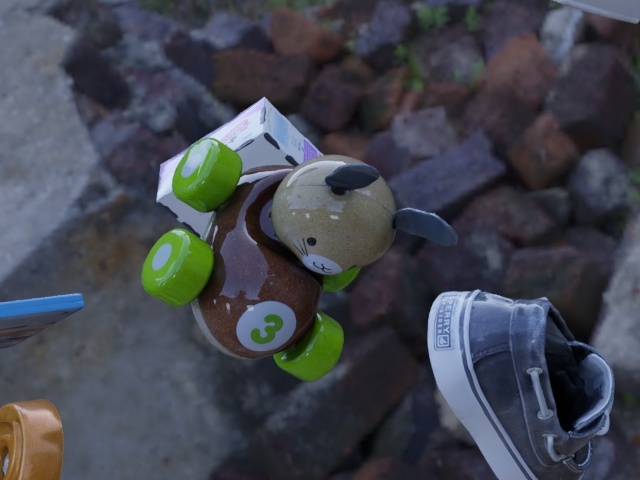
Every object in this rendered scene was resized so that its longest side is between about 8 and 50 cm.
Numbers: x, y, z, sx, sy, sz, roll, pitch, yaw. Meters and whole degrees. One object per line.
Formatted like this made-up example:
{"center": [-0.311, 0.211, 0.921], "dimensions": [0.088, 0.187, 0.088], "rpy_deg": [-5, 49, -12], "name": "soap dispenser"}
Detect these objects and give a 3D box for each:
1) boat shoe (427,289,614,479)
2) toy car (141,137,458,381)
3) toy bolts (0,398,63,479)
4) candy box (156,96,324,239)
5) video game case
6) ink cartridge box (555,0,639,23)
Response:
{"center": [0.178, 0.121, 1.132], "dimensions": [0.102, 0.301, 0.108], "rpy_deg": [-4, 59, 24], "name": "boat shoe"}
{"center": [0.000, 0.000, 1.018], "dimensions": [0.188, 0.155, 0.149], "rpy_deg": [-18, 48, 46], "name": "toy car"}
{"center": [-0.182, 0.251, 1.098], "dimensions": [0.158, 0.218, 0.228], "rpy_deg": [14, 34, -32], "name": "toy bolts"}
{"center": [-0.066, -0.049, 1.724], "dimensions": [0.164, 0.196, 0.070], "rpy_deg": [-30, 36, 25], "name": "candy box"}
{"center": [-0.298, 0.079, 1.313], "dimensions": [0.119, 0.015, 0.166], "rpy_deg": [-7, -12, -36], "name": "video game case"}
{"center": [0.191, -0.297, 0.980], "dimensions": [0.114, 0.273, 0.198], "rpy_deg": [28, 15, 26], "name": "ink cartridge box"}
